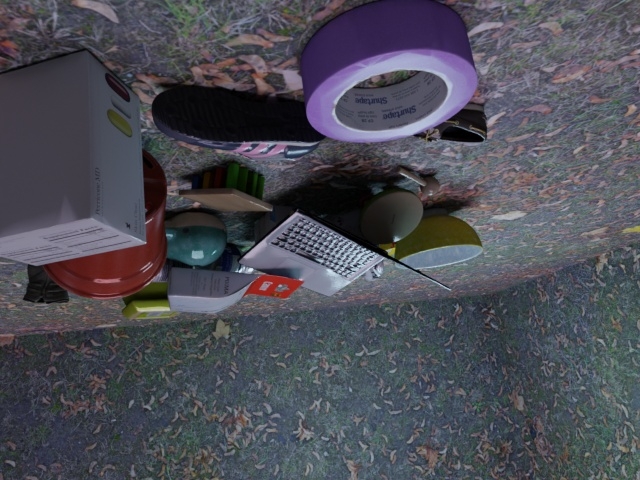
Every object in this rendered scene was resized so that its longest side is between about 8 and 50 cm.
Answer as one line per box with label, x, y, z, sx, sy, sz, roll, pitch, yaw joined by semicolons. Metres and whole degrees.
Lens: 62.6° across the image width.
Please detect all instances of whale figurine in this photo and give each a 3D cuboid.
whale figurine;-0.398;0.012;1.487;0.271;0.141;0.216;-10;165;10

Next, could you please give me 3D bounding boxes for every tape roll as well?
tape roll;0.107;-0.261;0.855;0.274;0.090;0.275;-7;164;-2

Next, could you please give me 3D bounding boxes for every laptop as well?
laptop;0.056;0.091;1.427;0.381;0.237;0.407;25;128;-40

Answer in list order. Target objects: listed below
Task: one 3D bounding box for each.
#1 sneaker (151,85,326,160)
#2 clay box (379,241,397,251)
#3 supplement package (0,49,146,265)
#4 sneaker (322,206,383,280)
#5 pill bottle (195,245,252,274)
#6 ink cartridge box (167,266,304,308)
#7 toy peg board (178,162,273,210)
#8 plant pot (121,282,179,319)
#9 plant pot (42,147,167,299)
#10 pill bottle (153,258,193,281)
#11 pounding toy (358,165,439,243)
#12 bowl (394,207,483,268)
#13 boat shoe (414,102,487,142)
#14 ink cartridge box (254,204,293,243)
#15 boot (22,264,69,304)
sneaker;-0.149;-0.188;0.949;0.318;0.112;0.131;3;159;-29
clay box;0.295;0.007;1.918;0.221;0.053;0.127;-18;166;-9
supplement package;-0.397;-0.117;0.803;0.203;0.262;0.145;-11;165;11
sneaker;0.089;0.020;1.662;0.210;0.138;0.366;-9;147;-2
pill bottle;-0.323;0.072;1.793;0.111;0.112;0.186;-21;160;41
ink cartridge box;-0.268;0.171;1.616;0.384;0.091;0.308;7;163;-13
toy peg board;-0.217;-0.125;1.246;0.160;0.079;0.161;2;170;30
plant pot;-0.566;0.155;1.800;0.226;0.208;0.228;1;163;-31
plant pot;-0.431;-0.051;1.069;0.272;0.273;0.265;0;155;-25
pill bottle;-0.531;0.065;1.634;0.245;0.131;0.130;2;162;-30
pounding toy;0.192;-0.111;1.446;0.182;0.110;0.237;16;123;-33
bowl;0.374;-0.015;1.727;0.289;0.156;0.289;-6;164;-2
boat shoe;0.233;-0.232;1.049;0.227;0.069;0.081;-3;164;-18
ink cartridge box;-0.138;-0.024;1.549;0.061;0.105;0.181;2;162;-26
boot;-0.790;0.118;1.642;0.246;0.161;0.083;-5;165;-10
